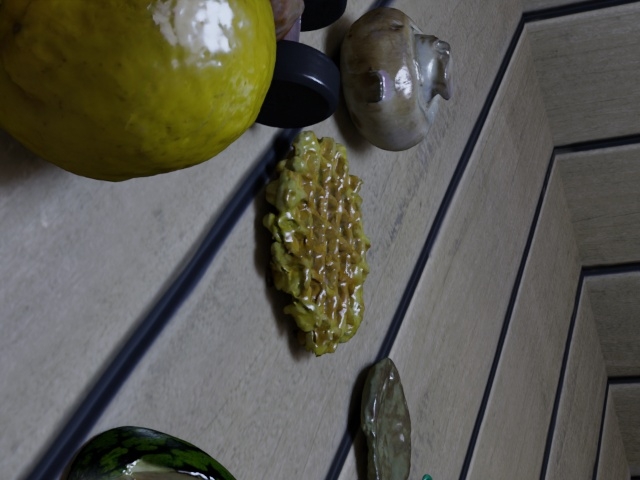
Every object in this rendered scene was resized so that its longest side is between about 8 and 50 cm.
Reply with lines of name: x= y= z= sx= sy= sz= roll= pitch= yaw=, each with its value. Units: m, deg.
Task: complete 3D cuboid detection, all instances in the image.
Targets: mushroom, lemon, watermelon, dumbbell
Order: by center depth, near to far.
lemon: x=-0.171 y=-0.186 z=0.993 sx=0.316 sy=0.285 sz=0.285 roll=14 pitch=71 yaw=-43
watermelon: x=-0.130 y=0.294 z=1.127 sx=0.303 sy=0.128 sz=0.159 roll=62 pitch=33 yaw=-39
dumbbell: x=-0.044 y=-0.275 z=1.428 sx=0.152 sy=0.152 sz=0.218 roll=43 pitch=47 yaw=-55
mushroom: x=0.126 y=-0.266 z=1.765 sx=0.255 sy=0.184 sz=0.254 roll=2 pitch=90 yaw=-77

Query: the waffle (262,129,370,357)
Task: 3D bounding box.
waffle: x=0.000 y=0.000 z=1.557 sx=0.302 sy=0.068 sz=0.325 roll=-44 pitch=122 yaw=-60

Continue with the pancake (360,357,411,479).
pancake: x=0.105 y=0.312 z=1.736 sx=0.222 sy=0.042 sz=0.236 roll=-63 pitch=143 yaw=-57

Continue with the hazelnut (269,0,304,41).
hazelnut: x=-0.117 y=-0.299 z=1.223 sx=0.214 sy=0.214 sz=0.176 roll=1 pitch=113 yaw=-65

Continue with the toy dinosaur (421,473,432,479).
toy dinosaur: x=0.192 y=0.468 z=1.874 sx=0.096 sy=0.059 sz=0.132 roll=-40 pitch=128 yaw=-55
